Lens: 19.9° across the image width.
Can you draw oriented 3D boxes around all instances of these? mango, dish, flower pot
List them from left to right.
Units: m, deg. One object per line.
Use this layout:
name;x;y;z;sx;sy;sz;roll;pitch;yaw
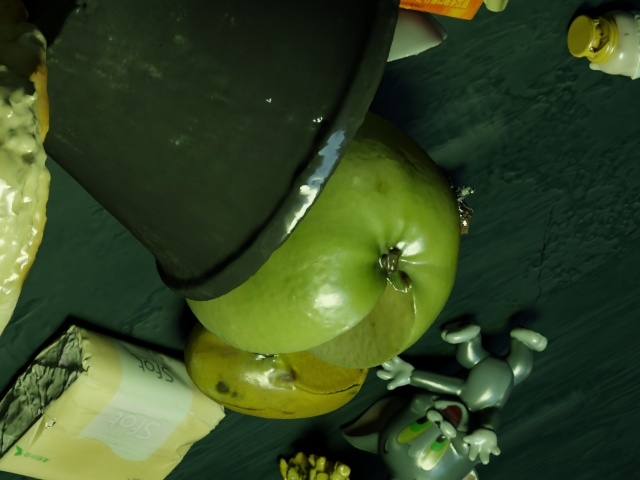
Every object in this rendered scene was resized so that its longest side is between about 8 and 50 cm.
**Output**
flower pot;-0.135;-0.153;1.605;0.251;0.379;0.379;26;116;-24
mango;-0.042;0.137;2.056;0.262;0.167;0.130;14;82;-46
dish;0.029;-0.206;1.779;0.190;0.190;0.066;-16;101;-15

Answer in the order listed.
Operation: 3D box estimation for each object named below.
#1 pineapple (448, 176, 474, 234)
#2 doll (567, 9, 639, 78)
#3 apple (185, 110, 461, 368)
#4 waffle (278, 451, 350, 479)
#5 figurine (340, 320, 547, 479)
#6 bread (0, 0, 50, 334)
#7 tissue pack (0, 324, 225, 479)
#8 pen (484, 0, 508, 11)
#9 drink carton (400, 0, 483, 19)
pineapple;0.089;0.011;2.056;0.221;0.083;0.103;-41;141;13
doll;0.328;-0.211;1.991;0.127;0.073;0.084;6;160;-29
apple;0.000;0.000;1.842;0.292;0.254;0.292;-12;109;-39
waffle;0.056;0.343;2.268;0.228;0.231;0.051;43;68;-26
figurine;0.159;0.200;2.255;0.265;0.193;0.140;-50;168;-19
bread;-0.412;-0.049;1.499;0.279;0.371;0.390;4;127;-30
tissue pack;-0.240;0.199;2.049;0.186;0.090;0.222;-45;136;20
pen;0.186;-0.328;1.818;0.040;0.032;0.233;4;131;-1
drink carton;0.149;-0.375;1.666;0.154;0.111;0.351;5;133;-34
